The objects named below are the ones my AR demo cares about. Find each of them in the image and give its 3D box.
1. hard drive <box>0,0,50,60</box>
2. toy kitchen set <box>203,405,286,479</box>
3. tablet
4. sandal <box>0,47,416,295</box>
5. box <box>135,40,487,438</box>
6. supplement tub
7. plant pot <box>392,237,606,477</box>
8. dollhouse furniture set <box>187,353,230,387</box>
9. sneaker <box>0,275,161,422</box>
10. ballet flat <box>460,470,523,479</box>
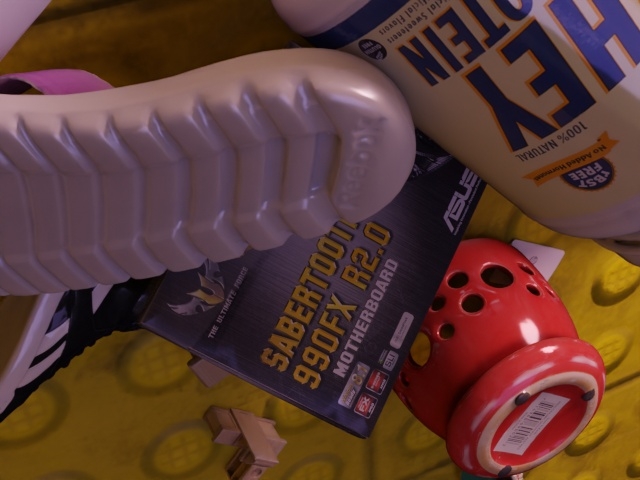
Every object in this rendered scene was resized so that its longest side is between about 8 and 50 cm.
[{"bbox_3d":[-0.205,-0.194,0.421,0.210,0.040,0.318,-46,165,8],"label":"hard drive"},{"bbox_3d":[-0.081,0.217,0.901,0.083,0.068,0.075,23,109,-40],"label":"toy kitchen set"},{"bbox_3d":[0.219,0.027,0.980,0.083,0.006,0.054,11,117,-37],"label":"tablet"},{"bbox_3d":[-0.148,-0.052,0.586,0.416,0.102,0.169,-3,137,6],"label":"sandal"},{"bbox_3d":[0.000,0.000,0.676,0.183,0.056,0.231,30,78,-12],"label":"box"},{"bbox_3d":[0.155,-0.148,0.589,0.325,0.235,0.235,34,103,-21],"label":"supplement tub"},{"bbox_3d":[0.168,0.121,0.903,0.191,0.174,0.191,-16,133,-18],"label":"plant pot"},{"bbox_3d":[-0.064,0.033,0.748,0.161,0.101,0.182,-34,134,-4],"label":"dollhouse furniture set"},{"bbox_3d":[-0.185,0.071,0.719,0.121,0.079,0.217,21,110,-38],"label":"sneaker"},{"bbox_3d":[0.210,0.246,1.093,0.077,0.091,0.241,-43,142,-27],"label":"ballet flat"}]
